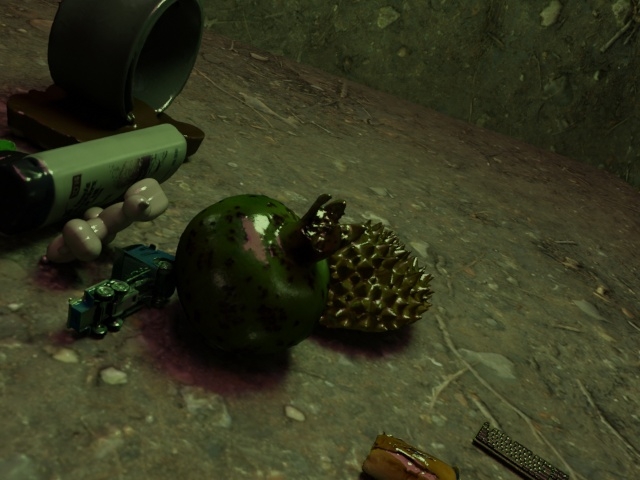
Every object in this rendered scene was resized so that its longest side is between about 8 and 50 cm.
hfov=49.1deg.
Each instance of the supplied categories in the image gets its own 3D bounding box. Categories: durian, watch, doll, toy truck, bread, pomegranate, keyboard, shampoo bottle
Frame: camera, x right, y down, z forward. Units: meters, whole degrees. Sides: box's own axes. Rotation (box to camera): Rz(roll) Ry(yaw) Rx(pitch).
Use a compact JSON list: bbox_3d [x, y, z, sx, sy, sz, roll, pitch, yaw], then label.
[{"bbox_3d":[0.076,0.067,1.091,0.306,0.166,0.172,-22,80,-51],"label":"durian"},{"bbox_3d":[-0.356,-0.325,1.257,0.314,0.327,0.335,26,24,7],"label":"watch"},{"bbox_3d":[-0.291,-0.019,0.940,0.059,0.161,0.160,62,8,-12],"label":"doll"},{"bbox_3d":[-0.256,0.059,0.877,0.081,0.067,0.175,25,26,18],"label":"toy truck"},{"bbox_3d":[0.104,0.259,0.791,0.106,0.053,0.072,24,20,16],"label":"bread"},{"bbox_3d":[-0.068,0.032,0.887,0.211,0.263,0.211,32,41,-33],"label":"pomegranate"},{"bbox_3d":[0.263,0.287,0.921,0.129,0.015,0.049,32,25,20],"label":"keyboard"},{"bbox_3d":[-0.336,-0.089,1.023,0.078,0.134,0.359,46,27,3],"label":"shampoo bottle"}]

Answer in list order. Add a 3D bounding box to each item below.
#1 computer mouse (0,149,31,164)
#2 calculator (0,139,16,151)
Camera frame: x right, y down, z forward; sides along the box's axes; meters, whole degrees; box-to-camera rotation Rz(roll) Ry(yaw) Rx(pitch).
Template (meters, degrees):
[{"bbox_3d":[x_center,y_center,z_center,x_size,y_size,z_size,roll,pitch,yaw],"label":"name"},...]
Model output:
[{"bbox_3d":[-0.457,-0.096,1.020,0.099,0.057,0.172,37,31,25],"label":"computer mouse"},{"bbox_3d":[-0.590,-0.158,1.063,0.234,0.032,0.146,13,26,-19],"label":"calculator"}]
